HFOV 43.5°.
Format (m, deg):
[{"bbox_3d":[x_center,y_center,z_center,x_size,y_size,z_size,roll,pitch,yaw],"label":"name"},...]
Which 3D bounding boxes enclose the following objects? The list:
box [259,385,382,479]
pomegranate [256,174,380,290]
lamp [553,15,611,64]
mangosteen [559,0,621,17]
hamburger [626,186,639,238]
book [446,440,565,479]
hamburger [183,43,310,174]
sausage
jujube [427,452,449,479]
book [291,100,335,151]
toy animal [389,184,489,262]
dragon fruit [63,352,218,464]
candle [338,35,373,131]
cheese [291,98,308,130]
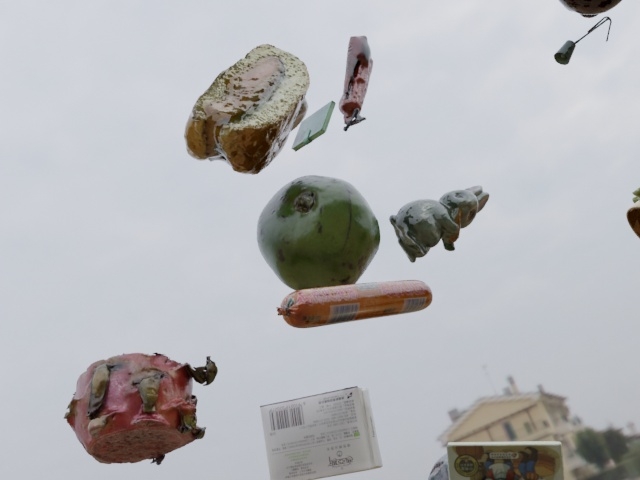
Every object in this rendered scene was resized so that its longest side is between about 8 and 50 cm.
[{"bbox_3d":[0.000,0.471,1.926,0.260,0.194,0.111,-13,-17,13],"label":"box"},{"bbox_3d":[0.000,0.000,1.630,0.254,0.254,0.270,-20,-45,-5],"label":"pomegranate"},{"bbox_3d":[0.485,-0.370,1.483,0.054,0.041,0.121,-55,11,-18],"label":"lamp"},{"bbox_3d":[0.471,-0.444,1.398,0.140,0.140,0.140,-19,-22,-8],"label":"mangosteen"},{"bbox_3d":[0.710,-0.057,1.419,0.212,0.274,0.274,-49,-22,-4],"label":"hamburger"},{"bbox_3d":[0.335,0.491,1.420,0.202,0.264,0.027,-4,-2,15],"label":"book"},{"bbox_3d":[-0.143,-0.231,1.593,0.330,0.162,0.209,-61,-4,-45],"label":"hamburger"},{"bbox_3d":[0.062,0.087,1.144,0.053,0.053,0.348,-38,-23,34],"label":"sausage"},{"bbox_3d":[0.348,0.581,1.680,0.215,0.308,0.246,-34,-23,19],"label":"jujube"},{"bbox_3d":[-0.020,-0.282,1.993,0.017,0.103,0.135,33,-33,-24],"label":"book"},{"bbox_3d":[0.283,-0.062,1.775,0.251,0.127,0.125,-35,26,-17],"label":"toy animal"},{"bbox_3d":[-0.305,0.291,1.339,0.282,0.147,0.211,-17,-46,11],"label":"dragon fruit"},{"bbox_3d":[0.077,-0.351,1.792,0.059,0.301,0.084,-25,-52,35],"label":"candle"},{"bbox_3d":[-0.156,-0.333,2.395,0.286,0.082,0.163,-43,-6,-27],"label":"cheese"}]
